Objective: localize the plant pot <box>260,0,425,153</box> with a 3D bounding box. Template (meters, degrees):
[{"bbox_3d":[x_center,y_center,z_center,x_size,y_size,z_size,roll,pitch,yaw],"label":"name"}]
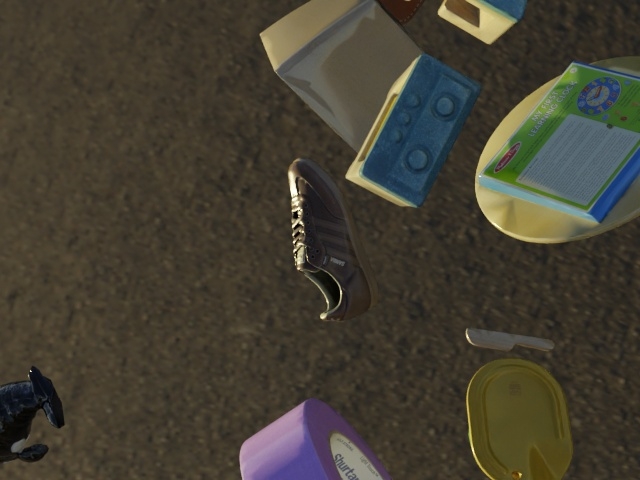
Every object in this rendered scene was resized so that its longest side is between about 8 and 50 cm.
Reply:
[{"bbox_3d":[0.026,-0.154,1.118,0.096,0.109,0.109,-42,25,12],"label":"plant pot"}]

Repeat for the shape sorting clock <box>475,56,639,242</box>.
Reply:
[{"bbox_3d":[0.226,-0.078,1.128,0.206,0.040,0.206,-20,43,20],"label":"shape sorting clock"}]

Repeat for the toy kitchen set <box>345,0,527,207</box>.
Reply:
[{"bbox_3d":[0.005,-0.139,0.760,0.166,0.207,0.122,-62,4,-8],"label":"toy kitchen set"}]

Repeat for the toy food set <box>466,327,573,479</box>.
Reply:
[{"bbox_3d":[0.243,0.224,1.689,0.071,0.128,0.218,100,171,-58],"label":"toy food set"}]

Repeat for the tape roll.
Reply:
[{"bbox_3d":[0.028,0.309,1.445,0.090,0.275,0.275,-35,54,8],"label":"tape roll"}]

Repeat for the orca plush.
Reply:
[{"bbox_3d":[-0.434,0.270,1.784,0.287,0.151,0.102,-18,30,43],"label":"orca plush"}]

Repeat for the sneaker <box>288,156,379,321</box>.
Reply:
[{"bbox_3d":[0.000,0.000,1.487,0.188,0.071,0.066,64,151,1],"label":"sneaker"}]

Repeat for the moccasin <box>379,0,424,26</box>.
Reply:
[{"bbox_3d":[0.148,-0.403,1.520,0.147,0.139,0.380,7,59,56],"label":"moccasin"}]
